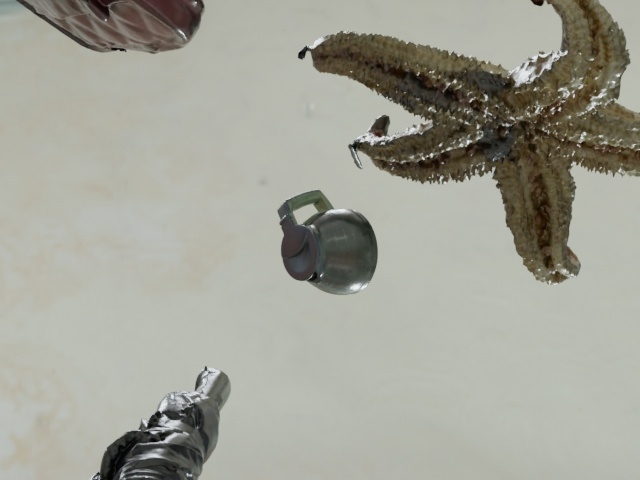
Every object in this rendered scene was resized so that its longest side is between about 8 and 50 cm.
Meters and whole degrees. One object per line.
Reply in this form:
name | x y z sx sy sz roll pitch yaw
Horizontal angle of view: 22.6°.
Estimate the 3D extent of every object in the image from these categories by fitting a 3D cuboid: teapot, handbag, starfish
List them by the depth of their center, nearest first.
handbag | -0.149 -0.216 1.143 0.225 0.146 0.135 10 -115 58
teapot | 0.000 0.000 1.211 0.057 0.066 0.088 -2 -122 -41
starfish | 0.148 -0.088 1.276 0.303 0.312 0.113 -13 -134 31

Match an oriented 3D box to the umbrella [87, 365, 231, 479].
umbrella | -0.103 0.139 1.159 0.071 0.071 0.248 13 -159 10
